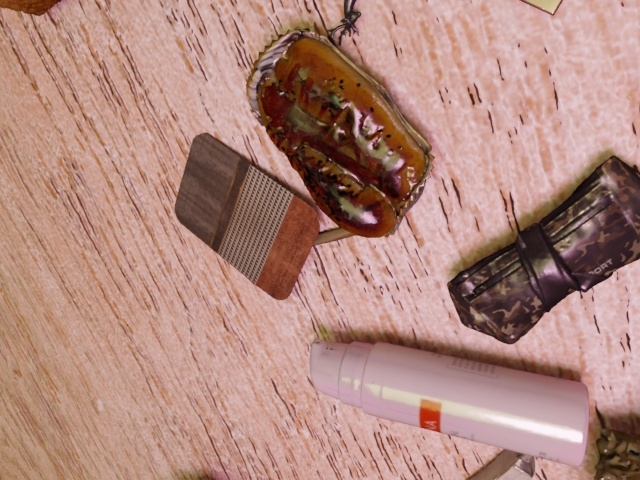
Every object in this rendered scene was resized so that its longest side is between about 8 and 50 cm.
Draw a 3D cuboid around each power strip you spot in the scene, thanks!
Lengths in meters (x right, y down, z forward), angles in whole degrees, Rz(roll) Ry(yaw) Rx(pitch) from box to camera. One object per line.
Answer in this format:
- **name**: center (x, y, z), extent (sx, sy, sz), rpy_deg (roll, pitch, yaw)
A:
- **power strip**: center (0.239, 0.335, 0.676), extent (0.030, 0.047, 0.191), rpy_deg (36, 121, 5)

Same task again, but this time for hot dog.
- **hot dog**: center (0.018, -0.124, 0.591), extent (0.270, 0.082, 0.162), rpy_deg (49, 126, 4)

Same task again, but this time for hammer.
- **hammer**: center (0.000, 0.000, 0.687), extent (0.182, 0.017, 0.062), rpy_deg (-13, 103, 28)

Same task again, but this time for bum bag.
- **bum bag**: center (0.255, 0.024, 0.541), extent (0.248, 0.069, 0.102), rpy_deg (-46, 70, 30)

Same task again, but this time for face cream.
- **face cream**: center (0.150, 0.198, 0.638), extent (0.346, 0.102, 0.101), rpy_deg (6, 111, 24)

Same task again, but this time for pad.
- **pad**: center (-0.161, 0.033, 0.738), extent (0.250, 0.055, 0.323), rpy_deg (35, 101, 18)

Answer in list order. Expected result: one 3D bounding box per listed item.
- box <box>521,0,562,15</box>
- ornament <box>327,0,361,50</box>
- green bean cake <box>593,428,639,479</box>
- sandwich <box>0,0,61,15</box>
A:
- **box**: center (0.208, -0.266, 0.482), extent (0.083, 0.024, 0.053), rpy_deg (33, 120, 10)
- **ornament**: center (0.016, -0.286, 0.567), extent (0.074, 0.028, 0.125), rpy_deg (11, 111, 22)
- **green bean cake**: center (0.424, 0.219, 0.460), extent (0.285, 0.202, 0.309), rpy_deg (16, 115, 40)
- **sandwich**: center (-0.346, -0.474, 0.633), extent (0.301, 0.099, 0.271), rpy_deg (-3, 107, 28)
